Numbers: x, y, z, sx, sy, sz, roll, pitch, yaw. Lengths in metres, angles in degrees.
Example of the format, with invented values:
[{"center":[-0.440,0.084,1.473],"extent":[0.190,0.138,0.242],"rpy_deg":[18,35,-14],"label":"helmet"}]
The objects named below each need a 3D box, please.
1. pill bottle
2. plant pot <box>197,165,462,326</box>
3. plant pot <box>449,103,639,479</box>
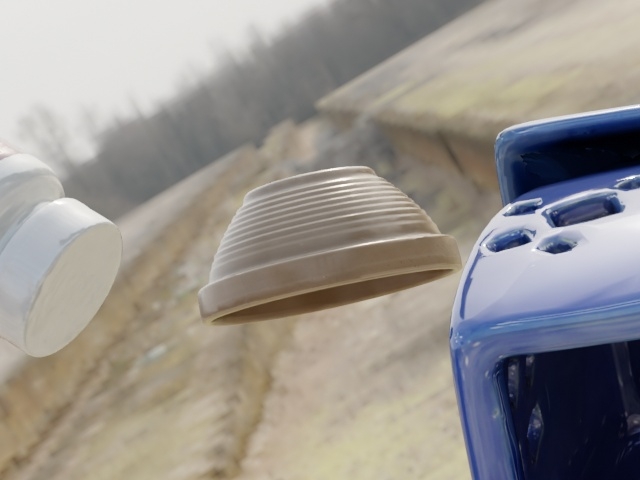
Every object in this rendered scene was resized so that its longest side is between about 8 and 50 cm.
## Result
[{"center":[-0.246,-0.020,1.203],"extent":[0.121,0.221,0.121],"rpy_deg":[-50,-21,-27],"label":"pill bottle"},{"center":[0.000,0.000,1.633],"extent":[0.237,0.109,0.237],"rpy_deg":[-12,-6,-1],"label":"plant pot"},{"center":[0.186,0.061,0.774],"extent":[0.236,0.236,0.212],"rpy_deg":[-8,30,11],"label":"plant pot"}]
